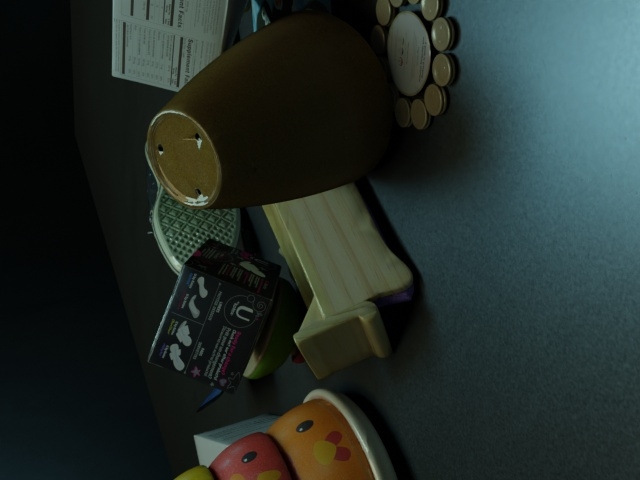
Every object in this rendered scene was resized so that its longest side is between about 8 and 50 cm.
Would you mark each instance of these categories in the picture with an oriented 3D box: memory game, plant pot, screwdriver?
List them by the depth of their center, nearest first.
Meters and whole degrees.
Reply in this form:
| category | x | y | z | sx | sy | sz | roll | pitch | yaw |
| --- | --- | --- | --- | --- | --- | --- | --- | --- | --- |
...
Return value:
| category | x | y | z | sx | sy | sz | roll | pitch | yaw |
| --- | --- | --- | --- | --- | --- | --- | --- | --- | --- |
| memory game | 0.107 | -0.223 | 0.925 | 0.186 | 0.012 | 0.186 | 170 | 90 | -67 |
| plant pot | -0.079 | -0.140 | 0.952 | 0.237 | 0.254 | 0.237 | 20 | 124 | 32 |
| screwdriver | -0.137 | 0.061 | 1.597 | 0.025 | 0.024 | 0.170 | -12 | 88 | 38 |

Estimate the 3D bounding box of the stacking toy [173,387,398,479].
| category | x | y | z | sx | sy | sz | roll | pitch | yaw |
| --- | --- | --- | --- | --- | --- | --- | --- | --- | --- |
| stacking toy | -0.135 | 0.446 | 1.178 | 0.350 | 0.479 | 0.351 | 169 | 90 | -67 |

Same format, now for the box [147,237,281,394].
| category | x | y | z | sx | sy | sz | roll | pitch | yaw |
| --- | --- | --- | --- | --- | --- | --- | --- | --- | --- |
| box | -0.156 | 0.111 | 1.224 | 0.247 | 0.142 | 0.164 | -83 | 15 | -81 |

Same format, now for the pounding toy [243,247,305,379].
| category | x | y | z | sx | sy | sz | roll | pitch | yaw |
| --- | --- | --- | --- | --- | --- | --- | --- | --- | --- |
| pounding toy | -0.046 | 0.141 | 1.360 | 0.183 | 0.110 | 0.237 | -164 | 94 | -76 |

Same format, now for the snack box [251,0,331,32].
| category | x | y | z | sx | sy | sz | roll | pitch | yaw |
| --- | --- | --- | --- | --- | --- | --- | --- | --- | --- |
| snack box | -0.051 | -0.419 | 1.145 | 0.187 | 0.060 | 0.322 | -152 | 55 | -62 |

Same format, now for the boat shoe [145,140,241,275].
| category | x | y | z | sx | sy | sz | roll | pitch | yaw |
| --- | --- | --- | --- | --- | --- | --- | --- | --- | --- |
| boat shoe | -0.287 | -0.067 | 1.699 | 0.500 | 0.186 | 0.156 | -117 | 26 | -47 |

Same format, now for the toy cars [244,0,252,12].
| category | x | y | z | sx | sy | sz | roll | pitch | yaw |
| --- | --- | --- | --- | --- | --- | --- | --- | --- | --- |
| toy cars | -0.191 | -0.496 | 1.397 | 0.176 | 0.087 | 0.394 | -44 | 49 | 21 |

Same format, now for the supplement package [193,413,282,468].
| category | x | y | z | sx | sy | sz | roll | pitch | yaw |
| --- | --- | --- | --- | --- | --- | --- | --- | --- | --- |
| supplement package | -0.122 | 0.455 | 1.538 | 0.293 | 0.175 | 0.178 | 155 | 103 | -67 |

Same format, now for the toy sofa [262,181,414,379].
| category | x | y | z | sx | sy | sz | roll | pitch | yaw |
| --- | --- | --- | --- | --- | --- | --- | --- | --- | --- |
| toy sofa | 0.000 | 0.000 | 1.140 | 0.150 | 0.177 | 0.363 | 70 | 176 | -59 |

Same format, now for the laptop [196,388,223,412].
| category | x | y | z | sx | sy | sz | roll | pitch | yaw |
| --- | --- | --- | --- | --- | --- | --- | --- | --- | --- |
| laptop | -0.219 | 0.219 | 1.713 | 0.234 | 0.136 | 0.265 | 136 | 120 | -62 |

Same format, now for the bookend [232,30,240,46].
| category | x | y | z | sx | sy | sz | roll | pitch | yaw |
| --- | --- | --- | --- | --- | --- | --- | --- | --- | --- |
| bookend | -0.215 | -0.379 | 1.528 | 0.157 | 0.072 | 0.156 | 174 | 86 | -67 |

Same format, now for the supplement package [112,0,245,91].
| category | x | y | z | sx | sy | sz | roll | pitch | yaw |
| --- | --- | --- | --- | --- | --- | --- | --- | --- | --- |
| supplement package | -0.174 | -0.362 | 1.055 | 0.204 | 0.145 | 0.262 | 109 | 173 | -49 |
